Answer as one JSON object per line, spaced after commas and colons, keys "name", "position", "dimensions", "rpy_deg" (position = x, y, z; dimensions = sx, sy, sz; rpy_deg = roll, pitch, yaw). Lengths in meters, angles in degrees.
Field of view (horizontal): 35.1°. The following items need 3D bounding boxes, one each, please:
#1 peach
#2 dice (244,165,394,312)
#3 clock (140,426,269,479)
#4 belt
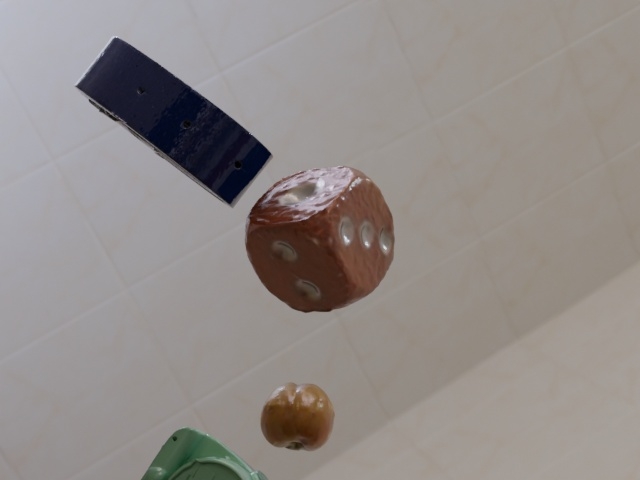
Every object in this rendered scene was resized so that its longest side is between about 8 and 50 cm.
{"name": "peach", "position": [-0.042, 0.329, 1.894], "dimensions": [0.138, 0.138, 0.138], "rpy_deg": [55, -13, 19]}
{"name": "dice", "position": [0.000, 0.000, 1.562], "dimensions": [0.175, 0.174, 0.179], "rpy_deg": [-2, -56, 35]}
{"name": "clock", "position": [-0.131, 0.343, 1.264], "dimensions": [0.211, 0.159, 0.066], "rpy_deg": [26, -13, 24]}
{"name": "belt", "position": [-0.232, -0.189, 1.610], "dimensions": [0.347, 0.117, 0.212], "rpy_deg": [36, -3, 23]}
